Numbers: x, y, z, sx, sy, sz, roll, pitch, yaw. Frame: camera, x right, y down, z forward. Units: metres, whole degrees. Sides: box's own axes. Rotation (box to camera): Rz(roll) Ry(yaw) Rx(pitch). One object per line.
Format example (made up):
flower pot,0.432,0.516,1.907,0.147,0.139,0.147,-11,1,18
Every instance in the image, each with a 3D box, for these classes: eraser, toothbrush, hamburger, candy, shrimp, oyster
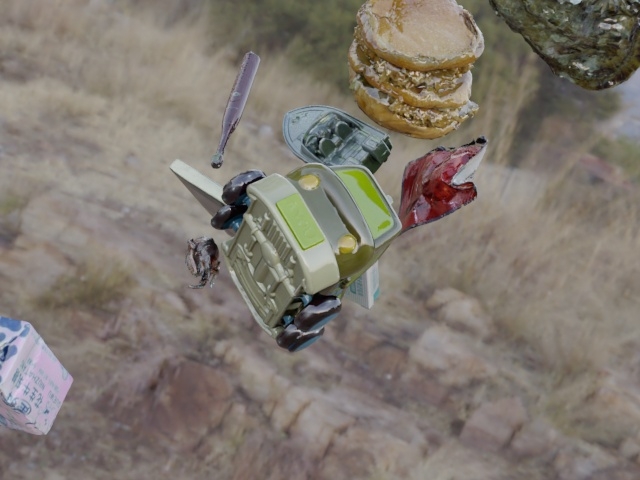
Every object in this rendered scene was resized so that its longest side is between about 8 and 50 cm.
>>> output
eraser,0.071,0.055,2.271,0.096,0.052,0.225,27,-26,20
toothbrush,-0.186,-0.282,2.339,0.041,0.041,0.364,20,48,-7
hamburger,0.167,-0.302,1.906,0.261,0.211,0.245,30,45,14
candy,-0.366,0.164,1.302,0.073,0.092,0.160,9,-31,16
shrimp,-0.214,0.040,1.973,0.075,0.073,0.190,21,15,-20
oyster,0.324,-0.337,1.478,0.351,0.162,0.158,38,18,-26

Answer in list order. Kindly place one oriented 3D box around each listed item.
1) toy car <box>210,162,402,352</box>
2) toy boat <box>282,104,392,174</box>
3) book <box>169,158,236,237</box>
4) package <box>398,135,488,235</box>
toy car,0.000,0.000,1.327,0.198,0.248,0.204,-26,77,-24
toy boat,0.016,-0.213,2.284,0.319,0.141,0.092,35,-12,47
book,-0.113,-0.014,1.967,0.264,0.031,0.379,32,-8,19
package,0.236,-0.115,2.208,0.071,0.194,0.269,38,-31,-27
